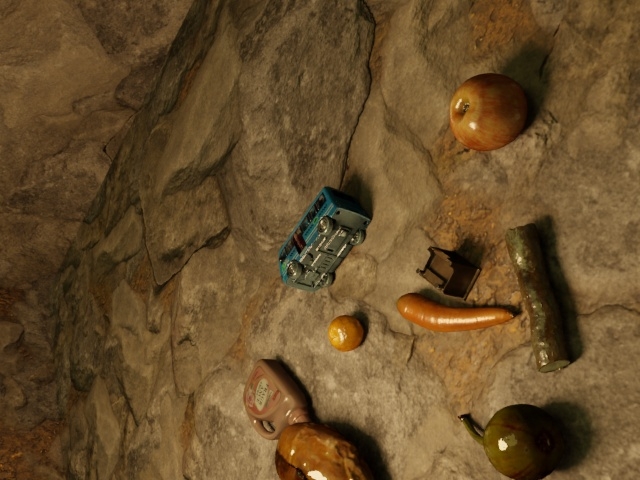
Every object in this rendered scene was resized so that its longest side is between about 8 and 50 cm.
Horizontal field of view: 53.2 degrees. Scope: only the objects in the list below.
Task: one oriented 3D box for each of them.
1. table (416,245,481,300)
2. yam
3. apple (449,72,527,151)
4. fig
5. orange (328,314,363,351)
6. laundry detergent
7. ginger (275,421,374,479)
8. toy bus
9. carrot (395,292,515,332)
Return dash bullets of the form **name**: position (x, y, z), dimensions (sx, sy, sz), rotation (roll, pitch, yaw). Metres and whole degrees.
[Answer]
- **table**: position (0.242, 0.061, 1.234), dimensions (0.083, 0.082, 0.070), rotation (43, 113, 49)
- **yam**: position (0.368, 0.094, 1.083), dimensions (0.061, 0.061, 0.253), rotation (-30, 58, 44)
- **apple**: position (0.310, -0.239, 1.196), dimensions (0.146, 0.130, 0.147), rotation (-13, 74, 54)
- **fig**: position (0.299, 0.330, 1.076), dimensions (0.236, 0.124, 0.124), rotation (163, 114, -65)
- **orange**: position (0.057, 0.208, 1.437), dimensions (0.083, 0.070, 0.084), rotation (4, 96, 51)
- **laundry detergent**: position (-0.106, 0.422, 1.582), dimensions (0.237, 0.076, 0.171), rotation (40, 113, 47)
- **ginger**: position (0.015, 0.490, 1.334), dimensions (0.321, 0.165, 0.173), rotation (39, 136, 46)
- **toy bus**: position (0.000, 0.000, 1.534), dimensions (0.246, 0.113, 0.134), rotation (-54, 39, 25)
- **carrot**: position (0.248, 0.146, 1.228), dimensions (0.066, 0.062, 0.271), rotation (-41, 30, -28)
